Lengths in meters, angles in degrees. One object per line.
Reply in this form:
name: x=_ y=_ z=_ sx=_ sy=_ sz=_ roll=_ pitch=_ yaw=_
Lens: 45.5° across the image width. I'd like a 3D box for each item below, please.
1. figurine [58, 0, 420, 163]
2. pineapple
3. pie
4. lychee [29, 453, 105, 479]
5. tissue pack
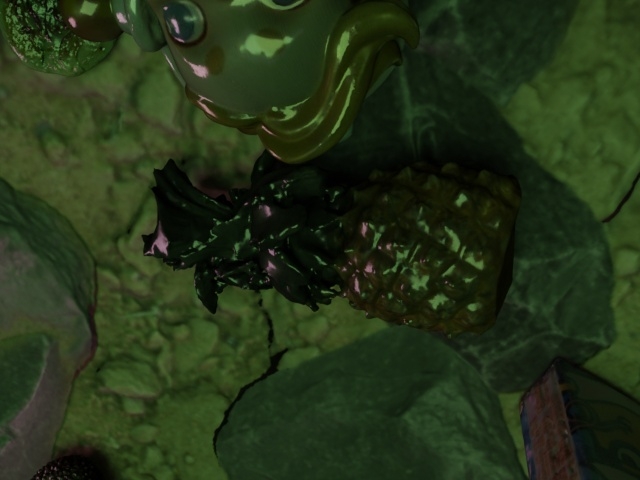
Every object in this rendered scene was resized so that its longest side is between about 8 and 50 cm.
figurine: x=-0.056 y=-0.174 z=0.395 sx=0.194 sy=0.133 sz=0.274 roll=-38 pitch=94 yaw=22
pineapple: x=0.000 y=0.000 z=0.477 sx=0.237 sy=0.111 sz=0.119 roll=6 pitch=102 yaw=14
pie: x=-0.168 y=-0.143 z=0.485 sx=0.085 sy=0.017 sz=0.085 roll=5 pitch=117 yaw=9
lychee: x=-0.212 y=0.217 z=0.650 sx=0.083 sy=0.068 sz=0.067 roll=-6 pitch=74 yaw=17
tissue pack: x=0.192 y=0.164 z=0.493 sx=0.116 sy=0.155 sz=0.065 roll=31 pitch=118 yaw=-7
